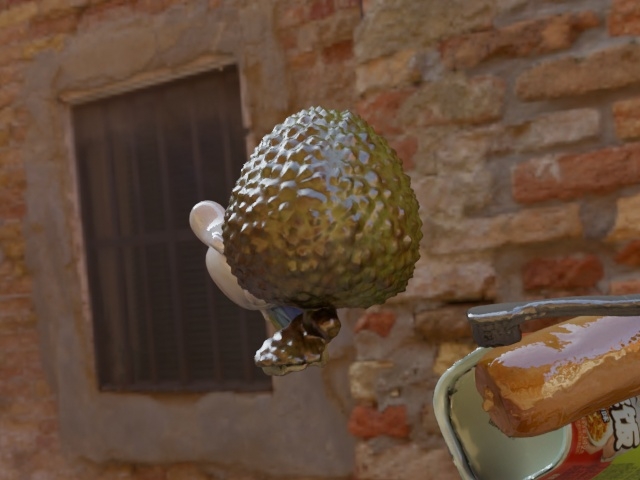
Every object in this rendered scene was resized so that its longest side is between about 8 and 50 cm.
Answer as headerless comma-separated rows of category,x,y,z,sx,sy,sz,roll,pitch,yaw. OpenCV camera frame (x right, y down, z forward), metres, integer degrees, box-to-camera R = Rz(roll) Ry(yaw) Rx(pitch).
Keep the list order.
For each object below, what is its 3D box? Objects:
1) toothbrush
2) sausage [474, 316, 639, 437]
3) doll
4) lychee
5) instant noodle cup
toothbrush,0.257,0.047,0.683,0.298,0.030,0.030,-8,21,11
sausage,0.336,0.133,1.077,0.329,0.112,0.112,-17,0,-15
doll,-0.073,0.084,1.780,0.187,0.376,0.366,-38,-55,16
lychee,0.000,-0.012,1.184,0.270,0.319,0.270,-18,-22,-8
instant noodle cup,0.346,0.254,1.374,0.308,0.293,0.294,7,-10,-43
